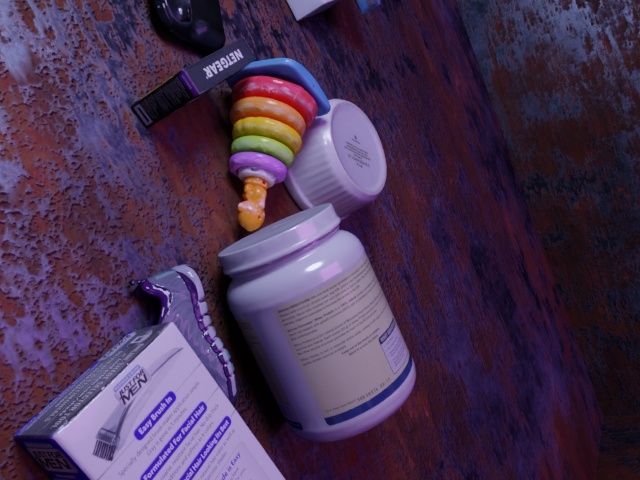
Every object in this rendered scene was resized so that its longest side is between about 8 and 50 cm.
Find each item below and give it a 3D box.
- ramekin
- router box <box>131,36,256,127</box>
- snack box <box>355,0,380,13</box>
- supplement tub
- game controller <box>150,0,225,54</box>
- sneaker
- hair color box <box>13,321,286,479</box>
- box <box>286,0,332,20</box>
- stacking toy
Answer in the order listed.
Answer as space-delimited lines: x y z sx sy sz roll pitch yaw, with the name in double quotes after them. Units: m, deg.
0.036 -0.182 1.112 0.273 0.127 0.272 27 55 -45 "ramekin"
-0.201 -0.258 0.823 0.046 0.133 0.179 58 37 -21 "router box"
0.050 -0.769 1.326 0.187 0.060 0.321 42 25 -59 "snack box"
-0.007 0.126 0.828 0.235 0.235 0.324 -36 105 -53 "supplement tub"
-0.255 -0.504 0.935 0.166 0.067 0.319 12 66 -66 "game controller"
-0.197 0.149 0.716 0.098 0.083 0.223 -15 77 -42 "sneaker"
-0.180 0.294 0.637 0.338 0.110 0.185 62 38 -17 "hair color box"
-0.020 -0.641 1.265 0.130 0.091 0.170 60 36 -17 "box"
-0.103 -0.158 0.920 0.175 0.166 0.301 34 61 -56 "stacking toy"
